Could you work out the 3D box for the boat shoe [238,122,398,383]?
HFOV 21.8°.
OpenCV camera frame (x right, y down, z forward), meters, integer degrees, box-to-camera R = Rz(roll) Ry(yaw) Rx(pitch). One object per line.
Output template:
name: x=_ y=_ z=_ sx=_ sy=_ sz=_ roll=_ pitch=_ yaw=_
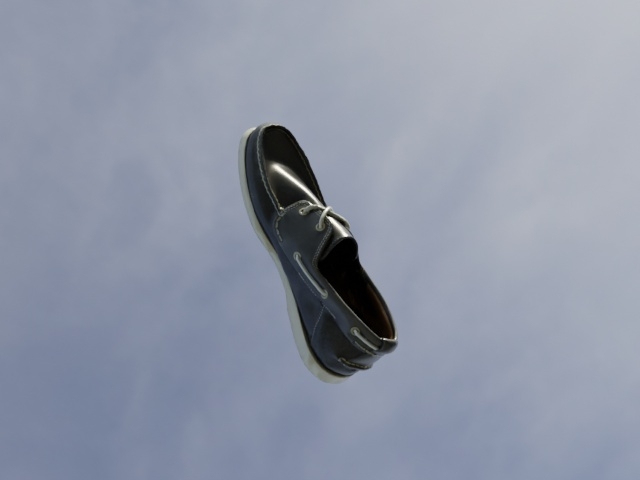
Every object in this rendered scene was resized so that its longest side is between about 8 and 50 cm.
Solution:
boat shoe: x=0.000 y=0.000 z=1.407 sx=0.084 sy=0.079 sz=0.233 roll=-7 pitch=-110 yaw=-45
